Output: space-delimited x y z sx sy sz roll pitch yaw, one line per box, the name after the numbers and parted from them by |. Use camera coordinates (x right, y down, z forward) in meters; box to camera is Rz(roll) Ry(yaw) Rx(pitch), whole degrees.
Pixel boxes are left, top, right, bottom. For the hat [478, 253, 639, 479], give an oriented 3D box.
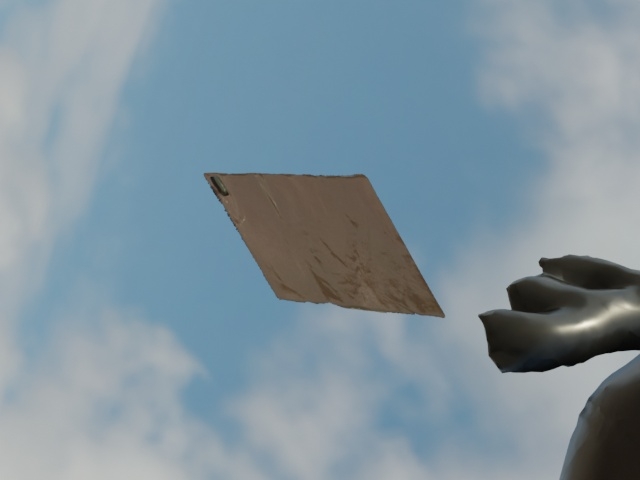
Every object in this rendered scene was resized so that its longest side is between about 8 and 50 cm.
0.129 0.128 0.555 0.336 0.209 0.238 -41 -118 30 | hat

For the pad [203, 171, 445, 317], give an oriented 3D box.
0.000 0.000 1.141 0.006 0.113 0.188 -41 -156 -27 | pad
